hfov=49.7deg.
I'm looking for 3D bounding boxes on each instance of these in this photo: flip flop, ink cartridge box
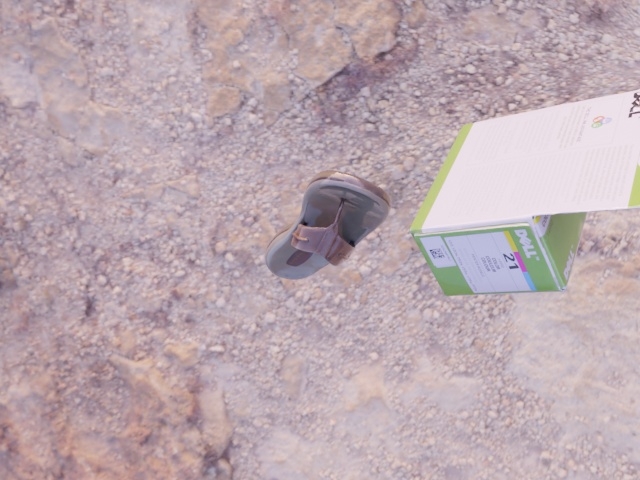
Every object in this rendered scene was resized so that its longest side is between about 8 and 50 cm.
[{"bbox_3d":[0.000,0.000,0.904,0.112,0.080,0.277,23,145,-18],"label":"flip flop"},{"bbox_3d":[0.241,-0.047,0.668,0.255,0.189,0.097,-6,129,38],"label":"ink cartridge box"}]
